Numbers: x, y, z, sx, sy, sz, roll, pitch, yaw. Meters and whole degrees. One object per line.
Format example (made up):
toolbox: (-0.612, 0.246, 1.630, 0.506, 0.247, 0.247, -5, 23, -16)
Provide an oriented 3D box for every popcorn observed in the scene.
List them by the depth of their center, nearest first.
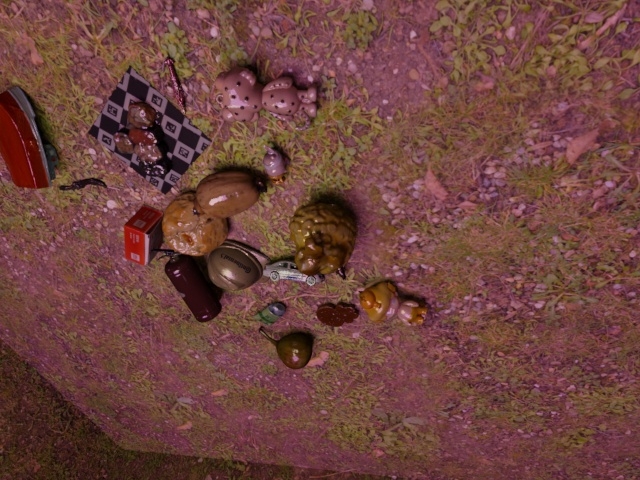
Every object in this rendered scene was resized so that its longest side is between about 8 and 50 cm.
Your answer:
popcorn: (0.000, 0.000, 1.362, 0.206, 0.251, 0.237, 13, 118, 12)

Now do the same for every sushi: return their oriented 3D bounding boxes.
sushi: (-0.564, -0.312, 1.403, 0.320, 0.068, 0.339, 43, 128, -19)

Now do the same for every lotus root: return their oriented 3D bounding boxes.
lotus root: (-0.299, -0.152, 1.400, 0.257, 0.154, 0.140, -16, 127, 8)

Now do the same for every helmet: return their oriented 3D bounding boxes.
helmet: (-0.319, 0.121, 1.640, 0.258, 0.137, 0.204, 18, 132, 2)

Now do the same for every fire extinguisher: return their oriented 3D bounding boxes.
fire extinguisher: (-0.507, 0.157, 1.678, 0.135, 0.114, 0.337, -15, 121, 11)

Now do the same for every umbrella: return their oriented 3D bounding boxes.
umbrella: (-0.416, -0.444, 1.275, 0.027, 0.025, 0.165, 19, 134, 32)

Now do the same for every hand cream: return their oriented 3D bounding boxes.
hand cream: (-0.208, 0.308, 1.822, 0.095, 0.046, 0.175, 32, 134, -17)

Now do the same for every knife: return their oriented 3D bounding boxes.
knife: (-0.890, -0.205, 1.632, 0.222, 0.021, 0.045, -2, 131, 18)

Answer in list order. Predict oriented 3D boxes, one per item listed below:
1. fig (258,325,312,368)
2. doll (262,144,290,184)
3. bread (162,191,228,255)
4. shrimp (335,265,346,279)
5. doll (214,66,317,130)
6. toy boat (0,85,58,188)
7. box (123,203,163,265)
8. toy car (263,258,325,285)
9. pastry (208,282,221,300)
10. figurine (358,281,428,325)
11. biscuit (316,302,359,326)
fig: (-0.160, 0.452, 1.866, 0.259, 0.151, 0.151, 12, 131, 13)
doll: (-0.131, -0.237, 1.333, 0.084, 0.073, 0.127, -20, 132, -8)
bread: (-0.446, -0.046, 1.539, 0.244, 0.134, 0.244, 7, 130, 9)
shrimp: (0.003, 0.069, 1.557, 0.148, 0.035, 0.195, -19, 114, 27)
doll: (-0.144, -0.378, 1.192, 0.278, 0.119, 0.154, 10, 133, -3)
toy boat: (-0.988, -0.344, 1.487, 0.145, 0.133, 0.331, 9, 120, 18)
box: (-0.649, -0.017, 1.635, 0.099, 0.133, 0.182, 21, 131, -1)
toy car: (-0.093, 0.110, 1.590, 0.224, 0.090, 0.076, 5, 96, 13)
pastry: (-0.460, 0.225, 1.828, 0.109, 0.057, 0.097, 7, 129, 10)
figurine: (0.249, 0.226, 1.556, 0.246, 0.131, 0.156, 21, 98, 2)
biscuit: (0.066, 0.289, 1.730, 0.175, 0.026, 0.124, -14, 124, 28)
